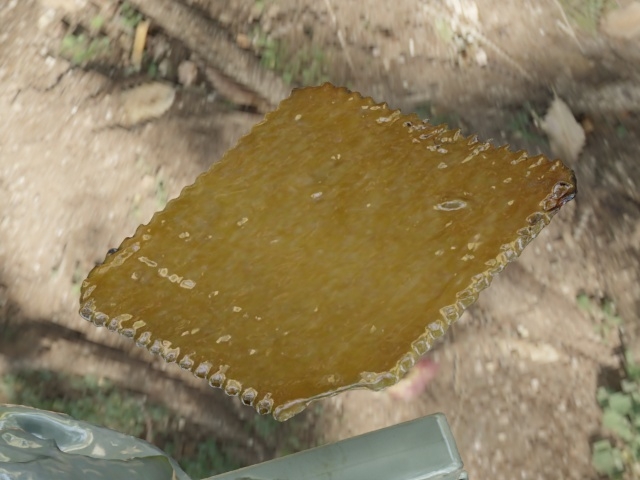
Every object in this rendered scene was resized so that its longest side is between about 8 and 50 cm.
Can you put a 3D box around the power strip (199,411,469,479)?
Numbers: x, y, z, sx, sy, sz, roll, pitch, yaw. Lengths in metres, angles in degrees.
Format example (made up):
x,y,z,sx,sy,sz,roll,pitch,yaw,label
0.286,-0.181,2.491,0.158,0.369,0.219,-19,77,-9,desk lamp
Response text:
x,y,z,sx,sy,sz,roll,pitch,yaw,label
-0.083,0.188,1.046,0.367,0.106,0.043,-15,67,-10,power strip

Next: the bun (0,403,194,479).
x,y,z,sx,sy,sz,roll,pitch,yaw,label
-0.157,0.174,0.685,0.362,0.362,0.211,9,85,-3,bun

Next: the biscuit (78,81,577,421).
x,y,z,sx,sy,sz,roll,pitch,yaw,label
0.000,0.000,0.964,0.237,0.232,0.013,-45,137,-25,biscuit
